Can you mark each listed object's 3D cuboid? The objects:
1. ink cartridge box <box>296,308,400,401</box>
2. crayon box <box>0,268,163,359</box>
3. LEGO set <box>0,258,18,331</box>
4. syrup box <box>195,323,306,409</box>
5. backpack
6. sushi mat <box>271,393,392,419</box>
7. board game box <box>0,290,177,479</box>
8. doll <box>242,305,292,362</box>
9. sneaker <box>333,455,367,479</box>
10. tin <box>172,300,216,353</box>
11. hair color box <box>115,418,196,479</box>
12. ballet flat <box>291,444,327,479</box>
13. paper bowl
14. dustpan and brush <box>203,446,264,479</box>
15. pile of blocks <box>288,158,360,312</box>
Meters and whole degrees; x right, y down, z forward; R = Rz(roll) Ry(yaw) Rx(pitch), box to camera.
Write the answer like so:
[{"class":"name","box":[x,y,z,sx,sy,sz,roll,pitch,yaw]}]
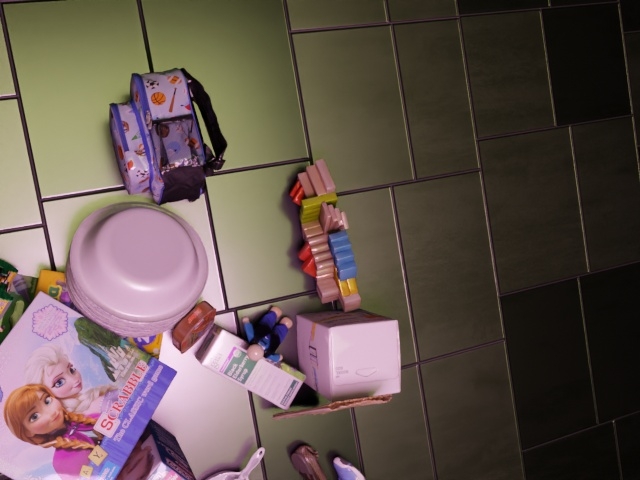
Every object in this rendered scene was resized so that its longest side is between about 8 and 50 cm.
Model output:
[{"class":"ink cartridge box","box":[0.061,0.258,1.606,0.171,0.233,0.168,-4,93,-20]},{"class":"crayon box","box":[-0.498,0.184,1.452,0.323,0.083,0.203,12,69,-19]},{"class":"LEGO set","box":[-0.715,0.117,1.286,0.255,0.331,0.192,31,89,-31]},{"class":"syrup box","box":[-0.163,0.292,1.599,0.237,0.096,0.093,33,81,-19]},{"class":"backpack","box":[-0.334,-0.222,1.451,0.213,0.276,0.263,-4,80,-21]},{"class":"sushi mat","box":[0.017,0.369,1.518,0.152,0.316,0.019,-1,74,-27]},{"class":"board game box","box":[-0.493,0.313,1.324,0.318,0.066,0.318,33,61,-11]},{"class":"doll","box":[-0.127,0.218,1.569,0.129,0.189,0.046,46,115,-6]},{"class":"sneaker","box":[0.083,0.632,1.707,0.081,0.080,0.211,-31,100,-20]},{"class":"tin","box":[-0.279,0.191,1.508,0.040,0.189,0.106,38,65,4]},{"class":"hair color box","box":[-0.363,0.487,1.398,0.105,0.347,0.174,44,77,-16]},{"class":"ballet flat","box":[0.007,0.609,1.688,0.058,0.084,0.249,-33,99,-41]},{"class":"paper bowl","box":[-0.373,0.046,1.430,0.285,0.148,0.284,13,57,-20]},{"class":"dustpan and brush","box":[-0.200,0.569,1.612,0.147,0.060,0.211,37,80,-17]},{"class":"pile of blocks","box":[0.000,0.000,1.608,0.113,0.149,0.361,-16,90,-13]}]
